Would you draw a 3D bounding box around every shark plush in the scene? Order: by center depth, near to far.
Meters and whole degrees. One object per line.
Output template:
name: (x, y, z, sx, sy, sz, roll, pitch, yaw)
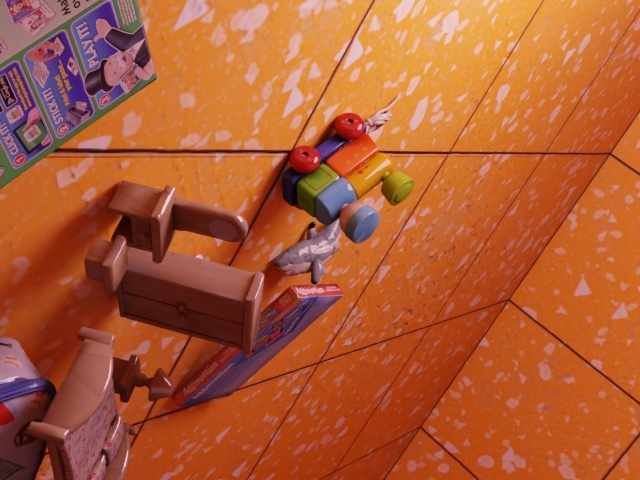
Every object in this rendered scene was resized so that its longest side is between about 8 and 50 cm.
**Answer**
shark plush: (0.000, 0.000, 1.491, 0.161, 0.073, 0.067, -41, 124, -6)

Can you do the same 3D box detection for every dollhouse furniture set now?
dollhouse furniture set: (-0.194, 0.169, 1.053, 0.303, 0.173, 0.355, 98, 8, -49)

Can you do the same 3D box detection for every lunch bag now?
lunch bag: (-0.428, 0.256, 1.048, 0.243, 0.115, 0.303, -17, 139, -48)

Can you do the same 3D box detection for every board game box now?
board game box: (-0.252, -0.190, 0.772, 0.213, 0.046, 0.317, -39, 155, -21)
board game box: (-0.098, 0.164, 1.509, 0.281, 0.027, 0.145, -43, 161, 21)

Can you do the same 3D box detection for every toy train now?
toy train: (0.078, -0.107, 1.350, 0.248, 0.143, 0.105, -38, 154, -24)

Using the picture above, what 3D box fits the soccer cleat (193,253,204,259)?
soccer cleat: (-0.163, 0.051, 1.297, 0.029, 0.035, 0.083, -34, 152, -31)
